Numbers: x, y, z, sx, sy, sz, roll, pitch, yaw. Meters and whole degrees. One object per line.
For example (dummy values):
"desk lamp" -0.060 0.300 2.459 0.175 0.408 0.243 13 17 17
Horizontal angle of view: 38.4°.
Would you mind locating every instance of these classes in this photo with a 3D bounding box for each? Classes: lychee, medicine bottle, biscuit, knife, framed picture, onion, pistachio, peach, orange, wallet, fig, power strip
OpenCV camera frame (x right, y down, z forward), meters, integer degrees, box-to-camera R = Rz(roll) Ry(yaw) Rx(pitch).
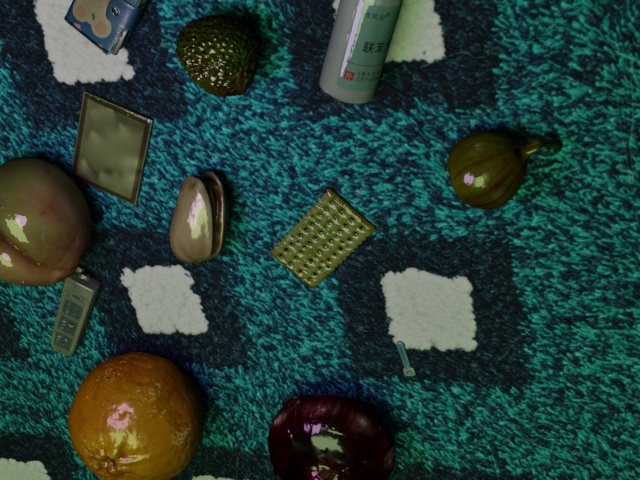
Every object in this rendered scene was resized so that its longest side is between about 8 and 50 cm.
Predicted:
"lychee" -0.199 -0.360 1.762 0.171 0.171 0.171 9 122 15
"medicine bottle" 0.089 -0.422 1.645 0.110 0.110 0.352 21 124 7
"biscuit" 0.000 0.000 1.987 0.139 0.016 0.231 41 125 -8
"knife" 0.191 0.269 2.079 0.027 0.010 0.096 -9 115 24
"framed picture" -0.465 -0.203 2.039 0.173 0.010 0.231 25 124 5
"onion" 0.017 0.497 2.142 0.314 0.232 0.314 9 124 14
"pistachio" -0.264 -0.043 1.994 0.152 0.126 0.223 44 133 36
"peach" -0.657 -0.036 2.073 0.292 0.247 0.292 0 108 0
"orange" -0.456 0.450 2.252 0.340 0.293 0.341 11 124 16
"wallet" -0.416 -0.482 1.828 0.141 0.059 0.202 39 123 3
"fig" 0.331 -0.135 1.707 0.148 0.142 0.186 33 144 -33
"power strip" -0.622 0.186 2.308 0.080 0.048 0.286 29 126 3
